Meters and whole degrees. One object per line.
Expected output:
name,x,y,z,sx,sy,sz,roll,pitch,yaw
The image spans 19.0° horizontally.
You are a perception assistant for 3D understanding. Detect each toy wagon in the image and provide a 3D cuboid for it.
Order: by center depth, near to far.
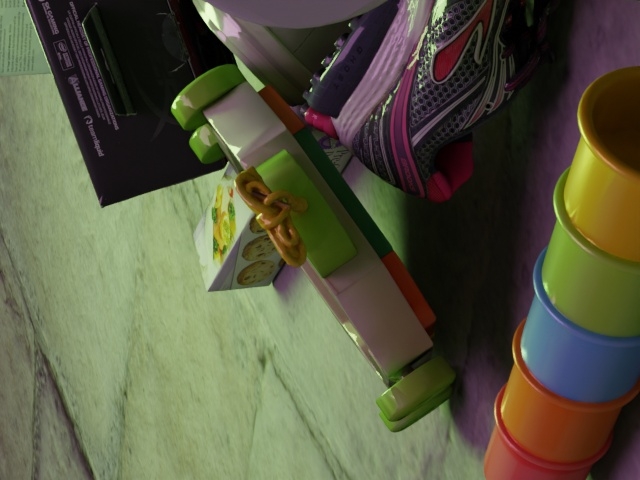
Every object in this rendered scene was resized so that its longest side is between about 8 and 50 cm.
toy wagon,0.000,0.000,1.305,0.267,0.068,0.344,54,177,9

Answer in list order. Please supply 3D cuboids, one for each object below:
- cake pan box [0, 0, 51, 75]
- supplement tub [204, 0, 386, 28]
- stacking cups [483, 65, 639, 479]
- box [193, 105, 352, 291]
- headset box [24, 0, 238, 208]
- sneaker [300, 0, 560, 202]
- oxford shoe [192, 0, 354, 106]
cake pan box,-0.300,-0.295,1.983,0.070,0.245,0.267,-121,30,-47
supplement tub,-0.027,-0.234,1.065,0.272,0.191,0.191,-109,19,-67
stacking cups,0.149,0.048,1.086,0.316,0.096,0.096,105,150,-45
box,-0.039,-0.048,1.615,0.324,0.067,0.063,124,134,-60
headset box,-0.149,-0.164,1.551,0.293,0.110,0.218,-81,-27,-76
sneaker,0.102,-0.148,1.162,0.112,0.121,0.299,41,137,8
oxford shoe,-0.043,-0.254,1.493,0.130,0.169,0.449,-43,31,12
